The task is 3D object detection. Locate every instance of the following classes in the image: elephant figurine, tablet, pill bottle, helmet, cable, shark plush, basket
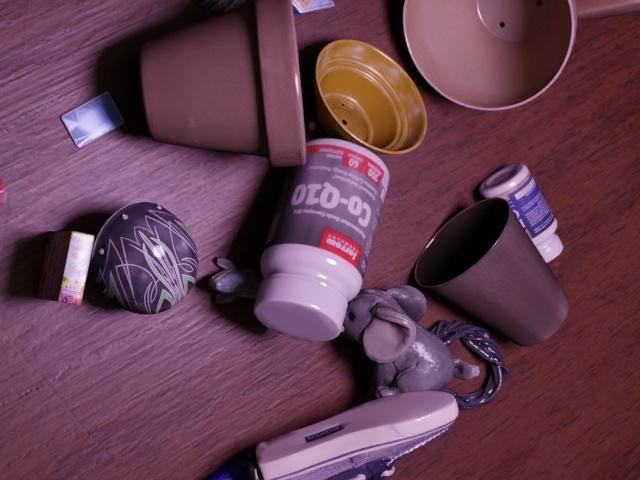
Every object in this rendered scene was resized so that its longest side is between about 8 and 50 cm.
[{"bbox_3d":[0.104,0.145,1.905,0.186,0.169,0.239,-30,108,-18],"label":"elephant figurine"},{"bbox_3d":[-0.341,-0.181,1.766,0.083,0.006,0.054,-33,105,-22],"label":"tablet"},{"bbox_3d":[0.357,-0.042,2.073,0.094,0.094,0.169,-39,107,-21],"label":"pill bottle"},{"bbox_3d":[0.000,0.000,1.814,0.161,0.161,0.283,29,60,-24],"label":"pill bottle"},{"bbox_3d":[-0.259,0.026,1.723,0.169,0.161,0.169,0,91,-27],"label":"helmet"},{"bbox_3d":[0.246,0.217,2.054,0.184,0.047,0.150,10,81,-24],"label":"cable"},{"bbox_3d":[-0.103,0.077,1.856,0.161,0.067,0.073,17,83,-26],"label":"shark plush"},{"bbox_3d":[0.311,0.067,2.019,0.204,0.154,0.227,-41,119,15],"label":"basket"}]

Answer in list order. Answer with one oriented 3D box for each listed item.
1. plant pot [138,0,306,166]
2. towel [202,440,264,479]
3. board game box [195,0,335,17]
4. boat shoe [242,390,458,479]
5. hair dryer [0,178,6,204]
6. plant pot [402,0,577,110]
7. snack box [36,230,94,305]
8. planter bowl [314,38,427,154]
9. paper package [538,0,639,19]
[{"bbox_3d":[-0.144,-0.227,1.742,0.229,0.263,0.263,-7,94,-1],"label":"plant pot"},{"bbox_3d":[-0.114,0.501,1.861,0.227,0.076,0.308,-28,103,-31],"label":"towel"},{"bbox_3d":[-0.082,-0.401,1.864,0.194,0.060,0.194,44,72,-20],"label":"board game box"},{"bbox_3d":[0.062,0.352,1.820,0.340,0.127,0.158,-17,104,-1],"label":"boat shoe"},{"bbox_3d":[-0.563,-0.122,1.613,0.293,0.080,0.224,36,75,-23],"label":"hair dryer"},{"bbox_3d":[0.303,-0.379,1.970,0.191,0.284,0.284,-42,112,-58],"label":"plant pot"},{"bbox_3d":[-0.365,0.038,1.681,0.037,0.141,0.100,11,86,-26],"label":"snack box"},{"bbox_3d":[0.060,-0.211,1.903,0.217,0.090,0.217,20,52,-27],"label":"planter bowl"},{"bbox_3d":[0.483,-0.535,2.000,0.168,0.325,0.309,-10,96,-26],"label":"paper package"}]
